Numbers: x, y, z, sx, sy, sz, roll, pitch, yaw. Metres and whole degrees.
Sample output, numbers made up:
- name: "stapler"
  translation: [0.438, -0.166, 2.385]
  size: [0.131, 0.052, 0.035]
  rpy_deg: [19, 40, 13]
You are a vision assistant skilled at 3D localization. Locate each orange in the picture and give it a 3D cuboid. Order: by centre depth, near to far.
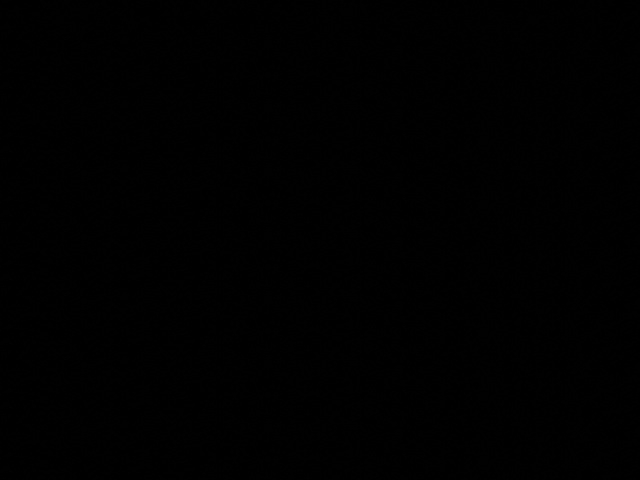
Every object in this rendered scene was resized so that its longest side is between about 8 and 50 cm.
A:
- name: "orange"
  translation: [0.043, -0.060, 0.188]
  size: [0.424, 0.326, 0.424]
  rpy_deg: [-28, 45, 32]
